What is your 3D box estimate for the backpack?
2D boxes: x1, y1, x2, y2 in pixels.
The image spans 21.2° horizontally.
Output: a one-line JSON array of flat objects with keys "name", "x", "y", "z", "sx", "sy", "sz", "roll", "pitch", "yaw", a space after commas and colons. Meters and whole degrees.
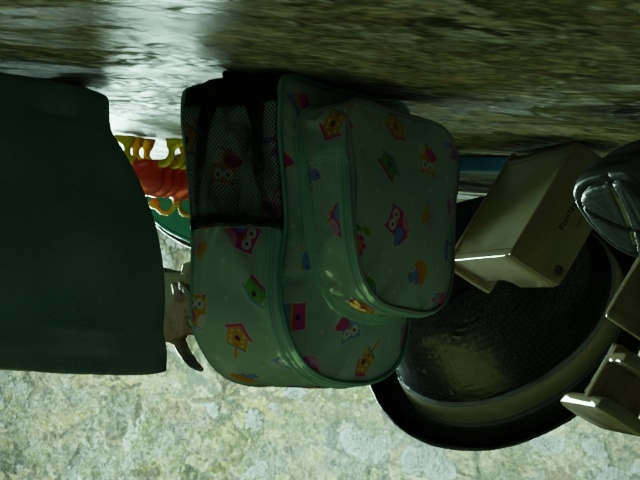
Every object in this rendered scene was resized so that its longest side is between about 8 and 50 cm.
[{"name": "backpack", "x": 0.000, "y": 0.000, "z": 1.041, "sx": 0.144, "sy": 0.188, "sz": 0.166, "roll": 5, "pitch": 178, "yaw": 33}]

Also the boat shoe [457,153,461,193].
[{"name": "boat shoe", "x": 0.022, "y": -0.037, "z": 1.462, "sx": 0.109, "sy": 0.089, "sz": 0.258, "roll": 7, "pitch": 178, "yaw": -23}]

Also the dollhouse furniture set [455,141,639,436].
[{"name": "dollhouse furniture set", "x": 0.241, "y": 0.036, "z": 1.304, "sx": 0.242, "sy": 0.212, "sz": 0.161, "roll": 33, "pitch": 172, "yaw": -9}]

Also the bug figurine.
[{"name": "bug figurine", "x": -0.253, "y": -0.071, "z": 1.614, "sx": 0.279, "sy": 0.072, "sz": 0.216, "roll": 5, "pitch": 178, "yaw": 37}]

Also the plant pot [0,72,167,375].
[{"name": "plant pot", "x": -0.244, "y": -0.018, "z": 1.200, "sx": 0.293, "sy": 0.196, "sz": 0.293, "roll": 6, "pitch": 179, "yaw": 0}]

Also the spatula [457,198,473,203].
[{"name": "spatula", "x": 0.236, "y": 0.020, "z": 1.941, "sx": 0.242, "sy": 0.168, "sz": 0.019, "roll": 2, "pitch": 139, "yaw": 13}]

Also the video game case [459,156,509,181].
[{"name": "video game case", "x": 0.194, "y": -0.056, "z": 1.480, "sx": 0.166, "sy": 0.015, "sz": 0.119, "roll": 7, "pitch": 177, "yaw": -39}]

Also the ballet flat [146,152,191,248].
[{"name": "ballet flat", "x": -0.026, "y": -0.033, "z": 1.663, "sx": 0.316, "sy": 0.107, "sz": 0.106, "roll": 7, "pitch": -174, "yaw": 31}]

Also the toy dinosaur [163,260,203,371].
[{"name": "toy dinosaur", "x": -0.042, "y": 0.008, "z": 1.284, "sx": 0.127, "sy": 0.200, "sz": 0.296, "roll": 6, "pitch": 178, "yaw": -13}]

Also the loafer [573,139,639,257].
[{"name": "loafer", "x": 0.244, "y": -0.042, "z": 0.938, "sx": 0.096, "sy": 0.084, "sz": 0.267, "roll": 52, "pitch": 159, "yaw": -19}]

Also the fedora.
[{"name": "fedora", "x": 0.180, "y": 0.054, "z": 1.784, "sx": 0.334, "sy": 0.334, "sz": 0.152, "roll": 5, "pitch": 147, "yaw": 34}]
